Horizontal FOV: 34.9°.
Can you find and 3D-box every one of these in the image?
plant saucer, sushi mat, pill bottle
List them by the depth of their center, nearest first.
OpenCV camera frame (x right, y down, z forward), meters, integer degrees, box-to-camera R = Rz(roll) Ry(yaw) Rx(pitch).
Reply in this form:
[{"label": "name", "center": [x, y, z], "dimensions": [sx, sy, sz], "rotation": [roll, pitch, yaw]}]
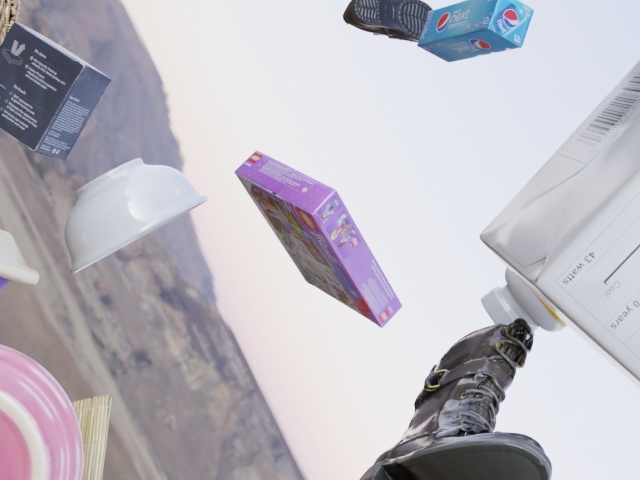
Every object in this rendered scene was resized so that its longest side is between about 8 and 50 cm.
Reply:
[{"label": "plant saucer", "center": [-0.493, 0.303, 1.381], "dimensions": [0.332, 0.332, 0.084], "rotation": [65, -7, -6]}, {"label": "pill bottle", "center": [0.327, 0.051, 1.388], "dimensions": [0.117, 0.208, 0.117], "rotation": [49, 13, -15]}, {"label": "sushi mat", "center": [-0.401, 0.387, 1.559], "dimensions": [0.019, 0.151, 0.317], "rotation": [57, 22, -44]}]

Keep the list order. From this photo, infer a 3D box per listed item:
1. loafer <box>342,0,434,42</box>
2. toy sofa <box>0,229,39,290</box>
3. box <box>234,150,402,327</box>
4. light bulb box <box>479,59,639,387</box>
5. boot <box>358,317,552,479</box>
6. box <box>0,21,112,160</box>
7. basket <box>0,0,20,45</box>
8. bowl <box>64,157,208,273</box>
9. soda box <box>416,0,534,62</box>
[{"label": "loafer", "center": [0.137, -0.438, 2.001], "dimensions": [0.078, 0.220, 0.080], "rotation": [-1, -98, 58]}, {"label": "toy sofa", "center": [-0.624, 0.144, 1.618], "dimensions": [0.177, 0.362, 0.150], "rotation": [53, 12, 29]}, {"label": "box", "center": [0.000, 0.000, 1.629], "dimensions": [0.201, 0.057, 0.293], "rotation": [30, -20, 43]}, {"label": "light bulb box", "center": [0.418, 0.004, 0.977], "dimensions": [0.361, 0.358, 0.225], "rotation": [41, 6, -11]}, {"label": "boot", "center": [0.147, 0.155, 0.963], "dimensions": [0.091, 0.229, 0.263], "rotation": [47, -37, -11]}, {"label": "box", "center": [-0.446, -0.235, 1.616], "dimensions": [0.156, 0.158, 0.093], "rotation": [33, 5, 19]}, {"label": "basket", "center": [-0.714, -0.401, 1.884], "dimensions": [0.299, 0.223, 0.214], "rotation": [-4, -105, 56]}, {"label": "bowl", "center": [-0.370, -0.065, 1.921], "dimensions": [0.134, 0.297, 0.298], "rotation": [62, -8, -4]}, {"label": "soda box", "center": [0.245, -0.341, 1.634], "dimensions": [0.071, 0.067, 0.210], "rotation": [23, -7, -25]}]
